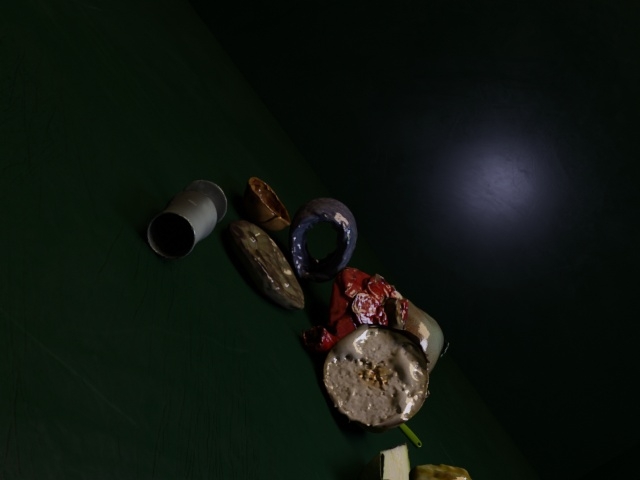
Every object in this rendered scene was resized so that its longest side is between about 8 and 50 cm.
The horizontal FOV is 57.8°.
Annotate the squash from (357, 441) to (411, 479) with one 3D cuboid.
[{"bbox_3d":[0.119,0.499,1.136,0.192,0.085,0.184,28,56,-61],"label":"squash"}]

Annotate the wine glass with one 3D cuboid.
[{"bbox_3d":[-0.253,-0.043,1.111,0.103,0.103,0.231,51,15,-12],"label":"wine glass"}]

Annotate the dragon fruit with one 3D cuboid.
[{"bbox_3d":[0.138,0.155,1.593,0.317,0.205,0.152,-68,156,-61],"label":"dragon fruit"}]

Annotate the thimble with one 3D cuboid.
[{"bbox_3d":[0.000,0.000,1.699,0.205,0.236,0.172,25,20,-2],"label":"thimble"}]

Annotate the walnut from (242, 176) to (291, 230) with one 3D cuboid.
[{"bbox_3d":[-0.167,-0.090,1.651,0.167,0.087,0.211,42,13,-23],"label":"walnut"}]

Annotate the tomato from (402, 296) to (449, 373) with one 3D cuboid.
[{"bbox_3d":[0.242,0.308,1.744,0.303,0.239,0.303,47,12,-13],"label":"tomato"}]

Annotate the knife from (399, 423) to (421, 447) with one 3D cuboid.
[{"bbox_3d":[0.228,0.518,1.619,0.184,0.022,0.026,50,-14,-17],"label":"knife"}]

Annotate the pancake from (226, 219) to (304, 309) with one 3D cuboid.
[{"bbox_3d":[-0.134,0.060,1.436,0.294,0.049,0.294,52,7,-10],"label":"pancake"}]

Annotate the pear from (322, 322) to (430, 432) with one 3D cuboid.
[{"bbox_3d":[0.124,0.343,1.364,0.178,0.267,0.267,93,-26,-51],"label":"pear"}]

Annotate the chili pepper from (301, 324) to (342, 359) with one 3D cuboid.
[{"bbox_3d":[0.015,0.252,1.399,0.123,0.073,0.070,36,14,-44],"label":"chili pepper"}]

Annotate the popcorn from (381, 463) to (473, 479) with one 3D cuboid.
[{"bbox_3d":[0.198,0.511,0.883,0.335,0.279,0.274,38,-4,-15],"label":"popcorn"}]
